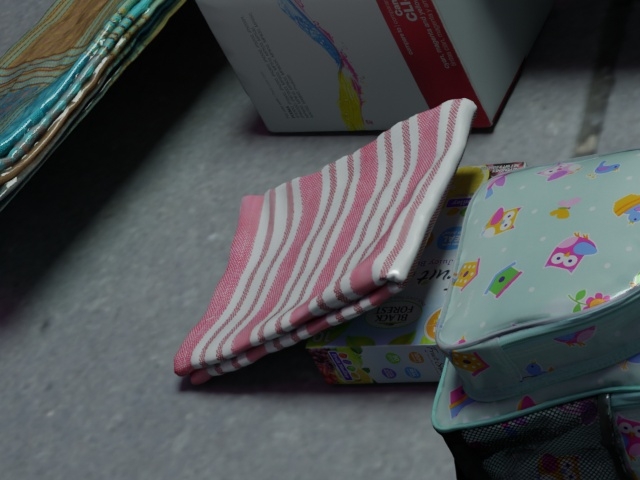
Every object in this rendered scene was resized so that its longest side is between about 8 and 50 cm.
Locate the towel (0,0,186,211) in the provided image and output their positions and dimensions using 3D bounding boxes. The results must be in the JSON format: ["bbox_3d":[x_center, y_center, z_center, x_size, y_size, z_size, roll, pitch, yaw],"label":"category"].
[{"bbox_3d":[-0.173,-0.142,1.387,0.370,0.040,0.271,-52,20,-25],"label":"towel"}]

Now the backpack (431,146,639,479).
[{"bbox_3d":[0.154,0.040,0.966,0.188,0.144,0.166,-7,37,22],"label":"backpack"}]

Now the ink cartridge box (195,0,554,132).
[{"bbox_3d":[0.034,-0.156,1.275,0.176,0.127,0.128,0,46,34],"label":"ink cartridge box"}]

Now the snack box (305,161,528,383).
[{"bbox_3d":[0.062,0.018,1.131,0.100,0.037,0.141,-5,44,31],"label":"snack box"}]

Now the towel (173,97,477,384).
[{"bbox_3d":[0.000,0.000,1.144,0.197,0.029,0.144,-27,31,43],"label":"towel"}]
